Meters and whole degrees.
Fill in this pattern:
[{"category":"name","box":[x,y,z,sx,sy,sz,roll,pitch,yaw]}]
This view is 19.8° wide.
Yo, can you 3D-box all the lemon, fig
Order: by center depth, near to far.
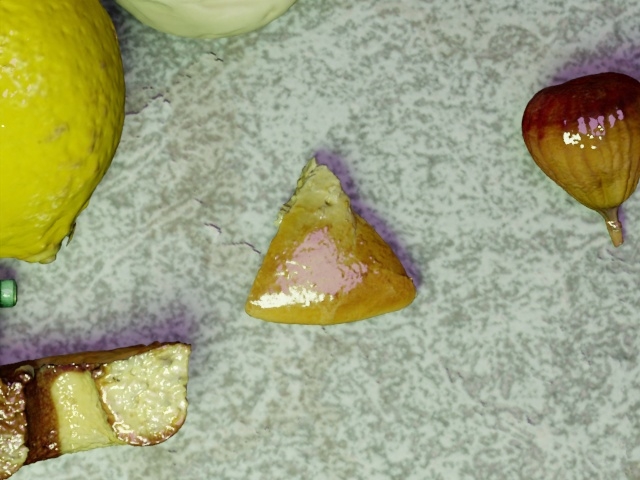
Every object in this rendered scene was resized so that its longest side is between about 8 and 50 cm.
[{"category":"lemon","box":[-0.281,-0.121,1.470,0.253,0.253,0.310,-28,99,-13]},{"category":"fig","box":[0.247,-0.085,1.632,0.119,0.153,0.119,-14,46,14]}]

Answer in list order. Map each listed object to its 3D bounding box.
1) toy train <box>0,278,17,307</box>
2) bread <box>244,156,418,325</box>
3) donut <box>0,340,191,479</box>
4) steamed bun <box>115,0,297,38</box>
[{"category":"toy train","box":[-0.338,0.062,1.517,0.172,0.070,0.099,1,86,-10]},{"category":"bread","box":[-0.010,0.022,1.582,0.136,0.054,0.154,-35,83,-11]},{"category":"donut","box":[-0.210,0.137,1.488,0.217,0.141,0.085,-10,91,-10]},{"category":"steamed bun","box":[-0.110,-0.356,1.543,0.339,0.247,0.352,-35,122,-27]}]
